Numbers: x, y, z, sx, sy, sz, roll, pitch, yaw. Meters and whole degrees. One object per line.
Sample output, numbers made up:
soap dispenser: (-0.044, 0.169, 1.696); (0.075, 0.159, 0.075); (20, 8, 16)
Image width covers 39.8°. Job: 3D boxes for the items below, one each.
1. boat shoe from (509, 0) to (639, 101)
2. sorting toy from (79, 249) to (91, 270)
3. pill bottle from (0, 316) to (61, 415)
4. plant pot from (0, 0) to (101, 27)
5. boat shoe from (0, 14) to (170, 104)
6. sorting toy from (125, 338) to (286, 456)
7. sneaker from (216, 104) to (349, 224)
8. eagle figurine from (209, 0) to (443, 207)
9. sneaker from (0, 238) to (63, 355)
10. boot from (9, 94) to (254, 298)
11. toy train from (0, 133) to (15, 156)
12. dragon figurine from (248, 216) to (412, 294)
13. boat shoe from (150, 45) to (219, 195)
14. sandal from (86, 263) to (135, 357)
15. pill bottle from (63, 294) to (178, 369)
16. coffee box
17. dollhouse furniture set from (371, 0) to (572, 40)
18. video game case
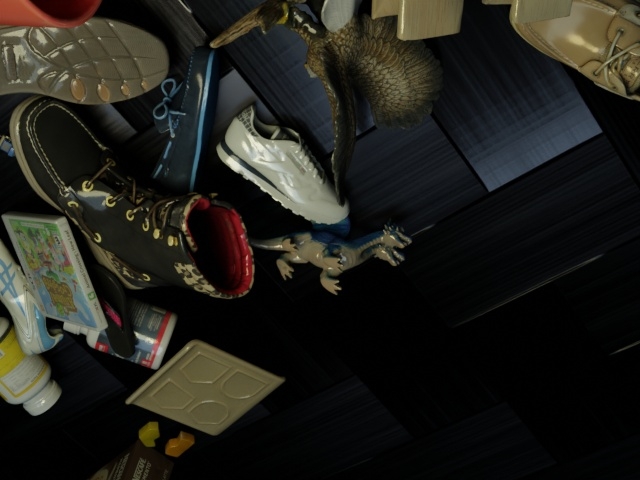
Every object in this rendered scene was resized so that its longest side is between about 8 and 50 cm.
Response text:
boat shoe: (0.423, -0.259, 1.204); (0.341, 0.110, 0.121); (19, 123, -7)
sorting toy: (-0.455, 0.050, 1.547); (0.102, 0.042, 0.061); (2, 124, 4)
pill bottle: (-0.570, 0.238, 1.648); (0.103, 0.103, 0.184); (-23, 118, 20)
plant pot: (-0.446, -0.400, 1.134); (0.243, 0.275, 0.274); (-1, 124, 19)
boat shoe: (-0.399, -0.278, 1.273); (0.356, 0.130, 0.132); (-1, 121, -17)
sorting toy: (-0.244, 0.300, 1.666); (0.229, 0.041, 0.307); (27, 124, -34)
sneaker: (-0.043, -0.113, 1.373); (0.235, 0.090, 0.094); (32, 112, -16)
eagle figurine: (0.035, -0.229, 1.224); (0.226, 0.225, 0.298); (-34, 105, 18)
sneaker: (-0.532, 0.092, 1.572); (0.086, 0.085, 0.237); (-28, 115, -24)
boot: (-0.275, -0.057, 1.328); (0.284, 0.138, 0.377); (8, 135, 40)
toy train: (-0.451, -0.125, 1.433); (0.158, 0.036, 0.027); (30, 121, -13)
dragon figurine: (0.000, 0.000, 1.437); (0.289, 0.144, 0.085); (16, 128, 19)
boat shoe: (-0.214, -0.174, 1.335); (0.089, 0.109, 0.258); (17, 122, -1)
sandal: (-0.350, 0.124, 1.459); (0.067, 0.040, 0.179); (8, 119, 35)
pill bottle: (-0.354, 0.150, 1.564); (0.180, 0.108, 0.108); (20, 123, -7)
coffee box: (-0.426, 0.535, 1.808); (0.098, 0.141, 0.246); (41, 117, -19)
dollhouse furniture set: (0.185, -0.426, 0.988); (0.394, 0.362, 0.256); (-11, 124, -17)
video game case: (-0.436, 0.047, 1.442); (0.212, 0.023, 0.193); (5, 118, 48)
